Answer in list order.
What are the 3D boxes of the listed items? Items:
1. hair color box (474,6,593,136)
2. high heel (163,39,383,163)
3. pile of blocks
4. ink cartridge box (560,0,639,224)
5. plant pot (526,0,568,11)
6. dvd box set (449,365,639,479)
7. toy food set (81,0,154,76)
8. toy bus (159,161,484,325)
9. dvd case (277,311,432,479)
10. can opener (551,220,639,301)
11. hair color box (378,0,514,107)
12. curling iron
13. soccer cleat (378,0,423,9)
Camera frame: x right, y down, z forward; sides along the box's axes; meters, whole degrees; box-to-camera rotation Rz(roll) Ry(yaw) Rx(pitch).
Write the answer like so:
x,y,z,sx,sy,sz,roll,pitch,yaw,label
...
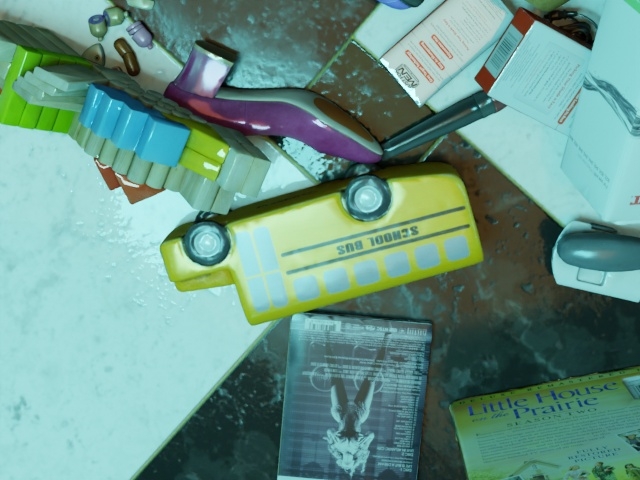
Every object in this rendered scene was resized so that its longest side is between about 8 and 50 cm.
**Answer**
x,y,z,sx,sy,sz,roll,pitch,yaw,label
0.260,-0.168,1.260,0.167,0.053,0.093,24,112,-22,hair color box
-0.058,-0.116,1.302,0.244,0.082,0.117,25,111,-8,high heel
-0.231,-0.111,1.230,0.362,0.149,0.112,28,108,15,pile of blocks
0.377,-0.162,1.184,0.198,0.115,0.273,-4,126,-19,ink cartridge box
0.270,-0.364,1.188,0.237,0.237,0.254,36,114,-5,plant pot
0.298,0.233,1.178,0.307,0.420,0.062,-11,103,3,dvd box set
-0.226,-0.213,1.315,0.078,0.019,0.122,15,100,-1,toy food set
0.000,0.000,1.303,0.332,0.108,0.130,-16,102,4,toy bus
0.039,0.196,1.382,0.164,0.018,0.221,5,99,0,dvd case
0.394,0.044,1.306,0.283,0.095,0.076,13,101,-1,can opener
0.138,-0.218,1.292,0.141,0.043,0.072,-40,97,7,hair color box
0.181,-0.166,1.306,0.274,0.035,0.068,-33,85,9,curling iron
-0.023,-0.346,1.256,0.318,0.108,0.116,42,122,-10,soccer cleat
